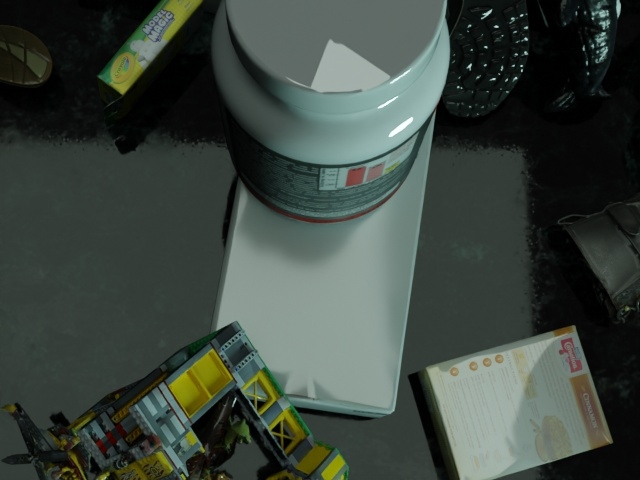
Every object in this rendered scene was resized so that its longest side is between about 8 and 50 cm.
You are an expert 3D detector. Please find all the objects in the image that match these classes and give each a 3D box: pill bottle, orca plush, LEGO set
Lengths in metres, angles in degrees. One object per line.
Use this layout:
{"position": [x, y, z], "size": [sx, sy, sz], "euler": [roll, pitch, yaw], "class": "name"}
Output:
{"position": [0.007, -0.151, 0.968], "size": [0.210, 0.363, 0.210], "euler": [0, 78, -2], "class": "pill bottle"}
{"position": [0.280, -0.271, 1.233], "size": [0.151, 0.287, 0.102], "euler": [20, 43, 24], "class": "orca plush"}
{"position": [-0.158, 0.241, 1.035], "size": [0.192, 0.331, 0.255], "euler": [-39, 107, -51], "class": "LEGO set"}

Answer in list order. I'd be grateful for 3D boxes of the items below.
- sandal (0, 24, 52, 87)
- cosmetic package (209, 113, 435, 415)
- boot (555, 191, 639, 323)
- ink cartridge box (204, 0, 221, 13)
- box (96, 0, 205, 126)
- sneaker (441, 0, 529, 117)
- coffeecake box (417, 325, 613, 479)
{"position": [-0.403, -0.224, 1.271], "size": [0.180, 0.049, 0.072], "euler": [12, 72, 13], "class": "sandal"}
{"position": [0.000, 0.000, 1.202], "size": [0.217, 0.156, 0.385], "euler": [11, 79, -2], "class": "cosmetic package"}
{"position": [0.441, 0.028, 1.274], "size": [0.229, 0.091, 0.263], "euler": [-36, 80, -5], "class": "boot"}
{"position": [-0.198, -0.384, 1.294], "size": [0.208, 0.087, 0.153], "euler": [13, 79, -3], "class": "ink cartridge box"}
{"position": [-0.209, -0.219, 1.251], "size": [0.043, 0.105, 0.179], "euler": [36, 78, -3], "class": "box"}
{"position": [0.193, -0.296, 1.282], "size": [0.107, 0.124, 0.283], "euler": [0, 116, -9], "class": "sneaker"}
{"position": [0.225, 0.194, 1.222], "size": [0.186, 0.068, 0.142], "euler": [-15, 80, -7], "class": "coffeecake box"}
